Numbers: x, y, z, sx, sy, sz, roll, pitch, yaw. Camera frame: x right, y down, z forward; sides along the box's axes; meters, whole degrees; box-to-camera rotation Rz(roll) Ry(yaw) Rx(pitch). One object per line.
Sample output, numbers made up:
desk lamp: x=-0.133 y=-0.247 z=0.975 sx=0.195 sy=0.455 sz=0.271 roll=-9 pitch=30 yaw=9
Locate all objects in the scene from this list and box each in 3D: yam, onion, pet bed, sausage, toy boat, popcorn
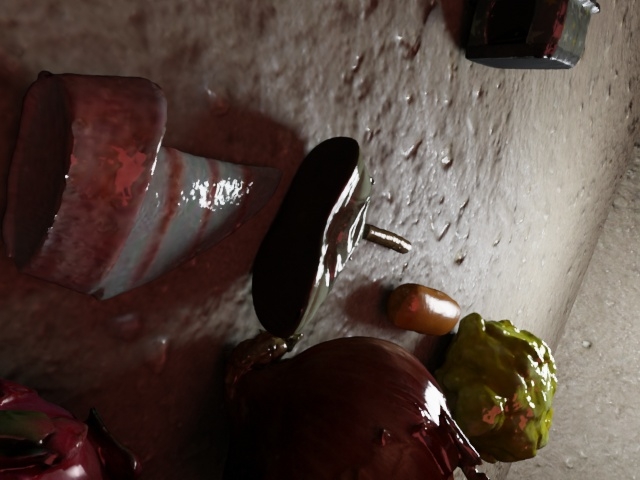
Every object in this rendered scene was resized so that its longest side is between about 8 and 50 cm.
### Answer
yam: x=0.116 y=-0.003 z=0.735 sx=0.145 sy=0.032 sz=0.032 roll=17 pitch=91 yaw=-49
onion: x=0.029 y=0.284 z=0.522 sx=0.353 sy=0.353 sz=0.354 roll=-19 pitch=117 yaw=-41
pet bed: x=0.388 y=-0.407 z=0.764 sx=0.210 sy=0.183 sz=0.160 roll=-13 pitch=116 yaw=-44
sausage: x=0.216 y=0.142 z=0.850 sx=0.238 sy=0.098 sz=0.098 roll=22 pitch=87 yaw=-46
toy boat: x=-0.142 y=-0.042 z=0.428 sx=0.282 sy=0.096 sz=0.206 roll=-5 pitch=114 yaw=-59
popcorn: x=0.436 y=0.369 z=1.013 sx=0.334 sy=0.292 sz=0.294 roll=36 pitch=113 yaw=-17

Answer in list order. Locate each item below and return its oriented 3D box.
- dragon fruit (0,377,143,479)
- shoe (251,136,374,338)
dragon fruit: x=-0.226 y=0.200 z=0.280 sx=0.198 sy=0.272 sz=0.219 roll=-36 pitch=138 yaw=-62
shoe: x=0.000 y=0.000 z=0.561 sx=0.098 sy=0.103 sz=0.275 roll=35 pitch=77 yaw=-48
